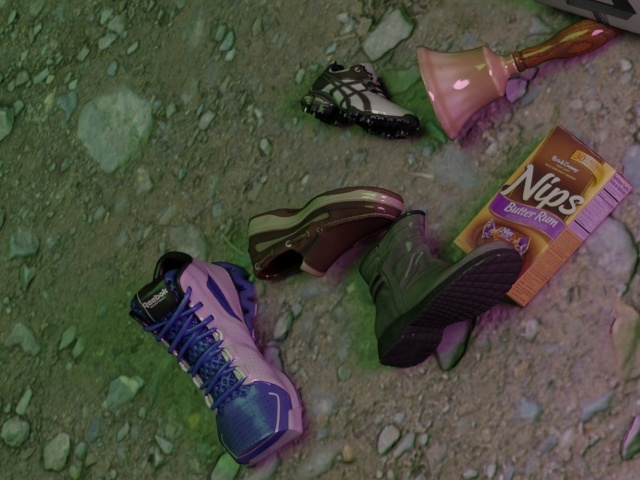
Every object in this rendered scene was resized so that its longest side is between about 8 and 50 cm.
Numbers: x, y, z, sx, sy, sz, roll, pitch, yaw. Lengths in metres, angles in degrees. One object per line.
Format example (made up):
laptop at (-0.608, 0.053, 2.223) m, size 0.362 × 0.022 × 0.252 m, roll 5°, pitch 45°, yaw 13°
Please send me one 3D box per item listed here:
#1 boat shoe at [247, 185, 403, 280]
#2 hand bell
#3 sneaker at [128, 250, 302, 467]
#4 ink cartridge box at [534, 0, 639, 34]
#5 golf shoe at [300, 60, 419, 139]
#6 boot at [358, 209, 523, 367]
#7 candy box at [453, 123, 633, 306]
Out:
boat shoe at (0.006, 0.002, 1.618) m, size 0.257 × 0.095 × 0.095 m, roll -17°, pitch 63°, yaw 48°
hand bell at (0.250, -0.223, 1.544) m, size 0.242 × 0.126 × 0.126 m, roll -21°, pitch 57°, yaw 15°
sneaker at (-0.154, 0.132, 1.617) m, size 0.127 × 0.182 × 0.315 m, roll -39°, pitch 50°, yaw 19°
ink cartridge box at (0.382, -0.356, 1.455) m, size 0.289 × 0.121 × 0.211 m, roll 30°, pitch 79°, yaw 43°
golf shoe at (0.059, -0.192, 1.678) m, size 0.198 × 0.077 × 0.093 m, roll 20°, pitch 82°, yaw 41°
boot at (0.124, 0.027, 1.480) m, size 0.246 × 0.083 × 0.161 m, roll -45°, pitch 46°, yaw 42°
candy box at (0.254, -0.030, 1.464) m, size 0.186 × 0.053 × 0.109 m, roll -49°, pitch 47°, yaw 7°
